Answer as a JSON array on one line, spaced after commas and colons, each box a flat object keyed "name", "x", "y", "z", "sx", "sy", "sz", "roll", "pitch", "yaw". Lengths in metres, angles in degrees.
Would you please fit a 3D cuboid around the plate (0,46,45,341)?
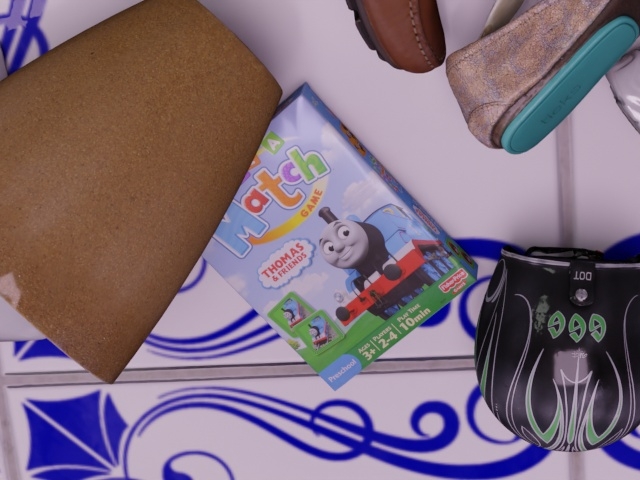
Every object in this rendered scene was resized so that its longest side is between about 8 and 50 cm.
[{"name": "plate", "x": -0.380, "y": -0.026, "z": 1.471, "sx": 0.277, "sy": 0.045, "sz": 0.278, "roll": -4, "pitch": 111, "yaw": 8}]

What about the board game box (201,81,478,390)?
[{"name": "board game box", "x": 0.000, "y": 0.000, "z": 1.446, "sx": 0.160, "sy": 0.039, "sz": 0.211, "roll": -40, "pitch": 103, "yaw": 19}]

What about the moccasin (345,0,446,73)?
[{"name": "moccasin", "x": 0.075, "y": -0.296, "z": 1.258, "sx": 0.147, "sy": 0.139, "sz": 0.380, "roll": -1, "pitch": 117, "yaw": 4}]

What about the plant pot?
[{"name": "plant pot", "x": -0.159, "y": -0.064, "z": 1.346, "sx": 0.237, "sy": 0.237, "sz": 0.254, "roll": 44, "pitch": 86, "yaw": -12}]

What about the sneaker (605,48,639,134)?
[{"name": "sneaker", "x": 0.328, "y": -0.074, "z": 1.359, "sx": 0.115, "sy": 0.090, "sz": 0.232, "roll": -38, "pitch": 105, "yaw": 15}]

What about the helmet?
[{"name": "helmet", "x": 0.199, "y": 0.089, "z": 1.406, "sx": 0.169, "sy": 0.169, "sz": 0.162, "roll": 4, "pitch": 96, "yaw": 4}]

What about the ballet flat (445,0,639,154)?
[{"name": "ballet flat", "x": 0.217, "y": -0.200, "z": 1.303, "sx": 0.316, "sy": 0.107, "sz": 0.106, "roll": -40, "pitch": 64, "yaw": 6}]
